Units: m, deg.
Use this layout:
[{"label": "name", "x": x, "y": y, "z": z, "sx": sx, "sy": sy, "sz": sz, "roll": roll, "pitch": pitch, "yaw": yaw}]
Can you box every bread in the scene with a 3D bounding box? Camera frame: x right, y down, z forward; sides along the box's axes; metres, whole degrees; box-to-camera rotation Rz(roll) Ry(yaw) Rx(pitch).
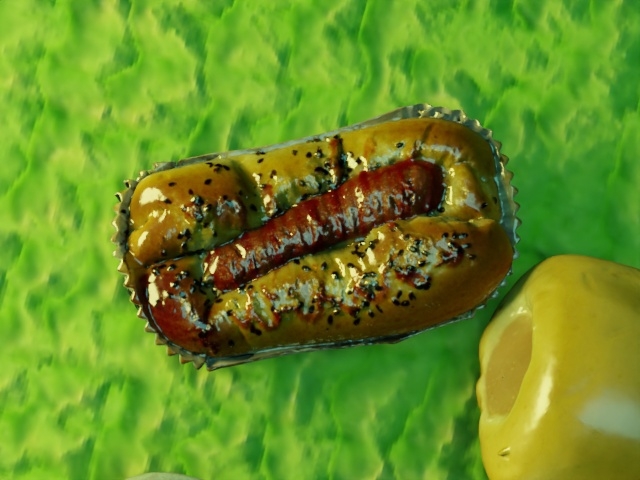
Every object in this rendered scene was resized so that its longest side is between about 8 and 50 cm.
[{"label": "bread", "x": 0.160, "y": 0.075, "z": 0.894, "sx": 0.173, "sy": 0.085, "sz": 0.134, "roll": 19, "pitch": 52, "yaw": -8}]

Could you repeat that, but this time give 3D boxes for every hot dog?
[{"label": "hot dog", "x": 0.000, "y": 0.000, "z": 0.916, "sx": 0.191, "sy": 0.059, "sz": 0.108, "roll": -13, "pitch": 82, "yaw": -6}]

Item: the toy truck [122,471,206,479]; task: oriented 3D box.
[{"label": "toy truck", "x": 0.008, "y": 0.173, "z": 0.879, "sx": 0.256, "sy": 0.108, "sz": 0.140, "roll": 16, "pitch": 70, "yaw": -7}]
